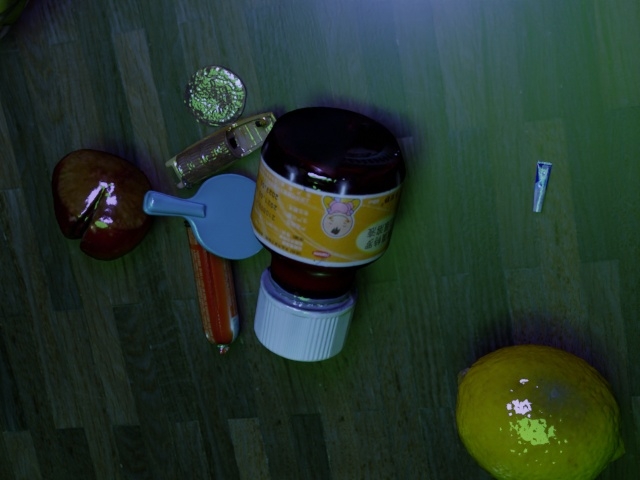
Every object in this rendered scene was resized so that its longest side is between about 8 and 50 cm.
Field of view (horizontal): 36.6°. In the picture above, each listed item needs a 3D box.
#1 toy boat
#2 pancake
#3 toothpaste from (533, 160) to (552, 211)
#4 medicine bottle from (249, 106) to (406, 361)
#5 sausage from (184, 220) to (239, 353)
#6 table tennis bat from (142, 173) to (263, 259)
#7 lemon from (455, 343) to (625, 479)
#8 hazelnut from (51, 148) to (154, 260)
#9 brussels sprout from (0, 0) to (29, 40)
[{"bbox_3d":[-0.168,-0.156,1.671,0.225,0.088,0.068,-25,99,20],"label":"toy boat"},{"bbox_3d":[-0.184,-0.249,1.687,0.114,0.011,0.115,4,107,13],"label":"pancake"},{"bbox_3d":[0.365,-0.088,1.602,0.024,0.015,0.083,8,103,12],"label":"toothpaste"},{"bbox_3d":[0.000,0.000,1.614,0.242,0.242,0.395,14,124,9],"label":"medicine bottle"},{"bbox_3d":[-0.191,0.084,1.755,0.083,0.083,0.264,-2,108,14],"label":"sausage"},{"bbox_3d":[-0.190,-0.047,1.667,0.237,0.038,0.149,8,83,-28],"label":"table tennis bat"},{"bbox_3d":[0.357,0.294,1.598,0.267,0.267,0.268,4,108,13],"label":"lemon"},{"bbox_3d":[-0.388,-0.068,1.721,0.204,0.178,0.178,42,111,4],"label":"hazelnut"},{"bbox_3d":[-0.584,-0.484,1.547,0.314,0.276,0.371,-20,142,-7],"label":"brussels sprout"}]
